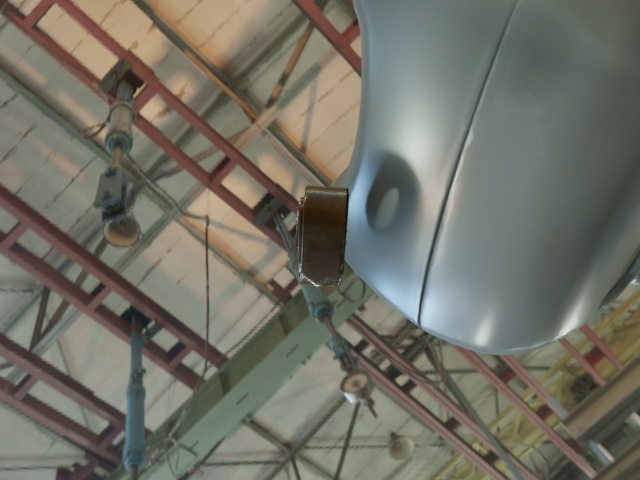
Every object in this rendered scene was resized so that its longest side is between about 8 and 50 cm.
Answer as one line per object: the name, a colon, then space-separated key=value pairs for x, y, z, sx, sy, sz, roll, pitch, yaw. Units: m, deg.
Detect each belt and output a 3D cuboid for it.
belt: x=0.000 y=0.000 z=0.464 sx=0.036 sy=0.059 sz=0.083 roll=4 pitch=-40 yaw=0

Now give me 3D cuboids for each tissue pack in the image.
tissue pack: x=0.152 y=-0.078 z=0.481 sx=0.229 sy=0.236 sz=0.333 roll=-35 pitch=-33 yaw=-35
